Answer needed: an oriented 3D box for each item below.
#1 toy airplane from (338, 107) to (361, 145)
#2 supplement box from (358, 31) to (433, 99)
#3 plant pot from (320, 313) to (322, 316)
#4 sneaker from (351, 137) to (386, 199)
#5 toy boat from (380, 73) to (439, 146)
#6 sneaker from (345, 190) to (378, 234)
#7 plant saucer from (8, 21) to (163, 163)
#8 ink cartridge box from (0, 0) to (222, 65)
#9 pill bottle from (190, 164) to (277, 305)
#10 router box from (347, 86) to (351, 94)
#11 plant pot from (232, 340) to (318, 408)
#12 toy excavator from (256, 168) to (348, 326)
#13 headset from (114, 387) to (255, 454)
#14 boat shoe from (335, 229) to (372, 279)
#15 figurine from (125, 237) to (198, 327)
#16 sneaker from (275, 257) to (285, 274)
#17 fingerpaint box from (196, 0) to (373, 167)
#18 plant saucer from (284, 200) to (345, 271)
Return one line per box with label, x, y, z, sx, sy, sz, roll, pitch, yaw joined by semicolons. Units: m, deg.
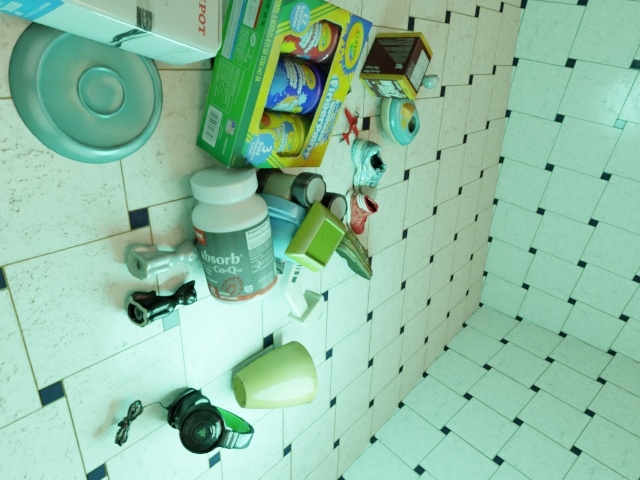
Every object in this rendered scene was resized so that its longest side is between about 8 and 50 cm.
toy airplane;0.114;-0.428;1.641;0.151;0.028;0.151;-28;128;-44
supplement box;0.283;-0.654;1.616;0.129;0.192;0.194;28;83;-54
plant pot;-0.036;0.283;1.735;0.083;0.079;0.083;-28;127;-43
sneaker;0.204;-0.272;1.751;0.110;0.122;0.282;-43;136;-33
toy boat;0.376;-0.569;1.814;0.267;0.148;0.317;34;79;-53
sneaker;0.179;-0.099;1.793;0.087;0.128;0.221;-48;138;-27
plant saucer;-0.473;-0.320;0.923;0.318;0.044;0.317;-27;126;-44
ink cartridge box;-0.389;-0.527;0.797;0.395;0.166;0.285;-3;98;-51
pill bottle;-0.244;-0.016;1.219;0.210;0.210;0.362;-33;129;-40
router box;0.058;-0.555;1.502;0.092;0.038;0.122;-46;138;-28
plant pot;-0.178;0.509;1.559;0.255;0.237;0.236;-6;111;-37
toy excavator;-0.086;0.034;1.423;0.433;0.223;0.444;32;78;-52
headset;-0.390;0.560;1.291;0.394;0.244;0.185;32;76;-32
boat shoe;0.170;0.070;1.875;0.104;0.111;0.307;-58;142;-15
figurine;-0.412;0.102;1.173;0.210;0.093;0.214;-17;119;-57
sneaker;-0.167;0.060;1.496;0.135;0.052;0.058;55;42;-42
fingerpaint box;-0.094;-0.425;1.166;0.371;0.163;0.444;-12;132;-50
plant saucer;0.000;0.000;1.314;0.188;0.045;0.188;-59;144;-4
